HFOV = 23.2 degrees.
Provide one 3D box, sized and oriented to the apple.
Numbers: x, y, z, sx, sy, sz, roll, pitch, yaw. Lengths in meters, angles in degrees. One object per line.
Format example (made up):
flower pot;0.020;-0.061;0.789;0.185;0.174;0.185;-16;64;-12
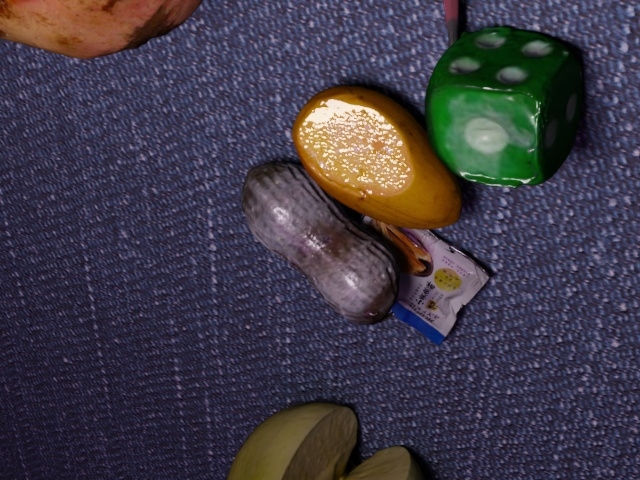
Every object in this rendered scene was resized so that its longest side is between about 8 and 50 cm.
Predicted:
apple;0.002;0.376;2.185;0.292;0.254;0.292;25;146;18

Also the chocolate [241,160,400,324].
chocolate;0.000;0.000;1.878;0.248;0.110;0.110;42;144;9

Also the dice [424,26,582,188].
dice;0.189;-0.137;1.588;0.128;0.120;0.131;14;136;28

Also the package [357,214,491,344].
package;0.109;0.038;1.918;0.171;0.027;0.173;34;139;4

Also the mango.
mango;0.071;-0.090;1.755;0.217;0.102;0.141;36;120;-4

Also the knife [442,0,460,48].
knife;0.138;-0.209;1.620;0.018;0.035;0.247;-4;129;4

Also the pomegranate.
pomegranate;-0.254;-0.339;1.599;0.322;0.322;0.322;22;141;19
